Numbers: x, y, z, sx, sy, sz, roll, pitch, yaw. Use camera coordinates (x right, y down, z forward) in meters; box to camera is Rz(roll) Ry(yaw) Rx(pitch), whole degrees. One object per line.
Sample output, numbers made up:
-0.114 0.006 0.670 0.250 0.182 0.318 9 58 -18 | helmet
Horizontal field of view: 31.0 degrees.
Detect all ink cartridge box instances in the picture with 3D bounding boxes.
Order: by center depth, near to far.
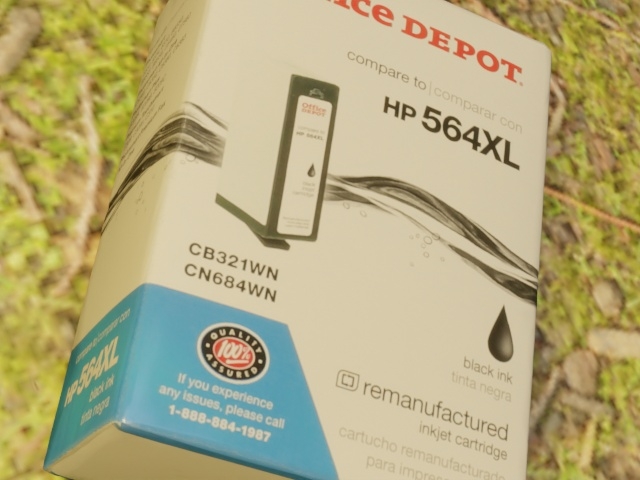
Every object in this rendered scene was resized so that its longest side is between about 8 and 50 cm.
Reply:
0.000 0.000 0.431 0.148 0.086 0.203 19 62 -20 | ink cartridge box
